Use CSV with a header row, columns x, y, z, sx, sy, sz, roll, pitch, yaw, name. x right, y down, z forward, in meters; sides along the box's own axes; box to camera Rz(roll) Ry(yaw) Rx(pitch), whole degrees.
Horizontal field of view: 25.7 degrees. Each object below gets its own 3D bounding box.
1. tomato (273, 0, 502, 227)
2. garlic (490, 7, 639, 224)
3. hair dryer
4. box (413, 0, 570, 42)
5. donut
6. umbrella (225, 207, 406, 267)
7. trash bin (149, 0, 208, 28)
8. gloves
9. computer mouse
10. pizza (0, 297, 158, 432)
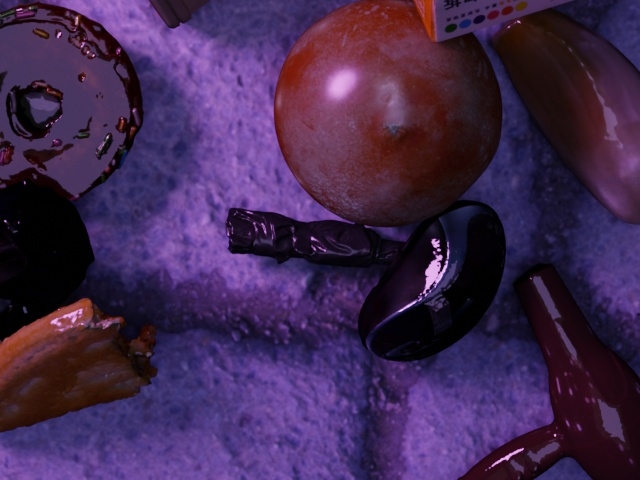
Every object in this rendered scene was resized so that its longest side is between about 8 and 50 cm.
x,y,z,sx,sy,sz,roll,pitch,yaw,name
0.081,-0.145,1.626,0.270,0.222,0.270,-1,98,-4,tomato
0.338,-0.164,1.720,0.143,0.112,0.318,-38,92,5,garlic
0.243,0.236,1.795,0.340,0.123,0.312,-32,92,12,hair dryer
0.180,-0.368,1.580,0.221,0.274,0.091,-19,146,-5,box
-0.325,-0.161,1.645,0.235,0.089,0.235,-1,101,-7,donut
0.000,0.000,1.729,0.235,0.059,0.066,6,59,-11,umbrella
-0.119,-0.378,1.558,0.247,0.243,0.121,-37,71,-1,trash bin
-0.394,0.054,1.637,0.301,0.152,0.197,-43,134,14,gloves
0.148,0.060,1.715,0.137,0.096,0.233,25,104,-41,computer mouse
-0.295,0.144,1.685,0.229,0.081,0.289,9,142,-38,pizza
